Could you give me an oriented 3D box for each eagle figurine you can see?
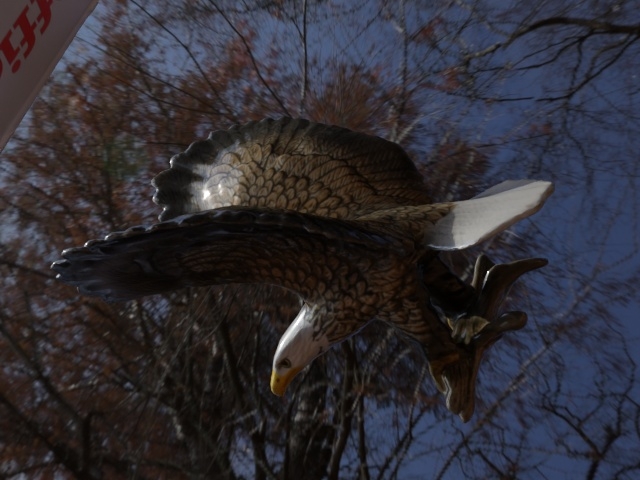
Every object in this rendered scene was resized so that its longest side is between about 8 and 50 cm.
[{"bbox_3d":[-0.006,0.010,0.642,0.298,0.226,0.225,32,-107,1],"label":"eagle figurine"}]

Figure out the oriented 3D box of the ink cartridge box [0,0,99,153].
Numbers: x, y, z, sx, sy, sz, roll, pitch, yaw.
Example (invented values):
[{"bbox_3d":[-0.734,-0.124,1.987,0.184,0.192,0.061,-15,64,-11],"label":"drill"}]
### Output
[{"bbox_3d":[-0.166,-0.098,0.190,0.115,0.273,0.198,20,-114,10],"label":"ink cartridge box"}]
